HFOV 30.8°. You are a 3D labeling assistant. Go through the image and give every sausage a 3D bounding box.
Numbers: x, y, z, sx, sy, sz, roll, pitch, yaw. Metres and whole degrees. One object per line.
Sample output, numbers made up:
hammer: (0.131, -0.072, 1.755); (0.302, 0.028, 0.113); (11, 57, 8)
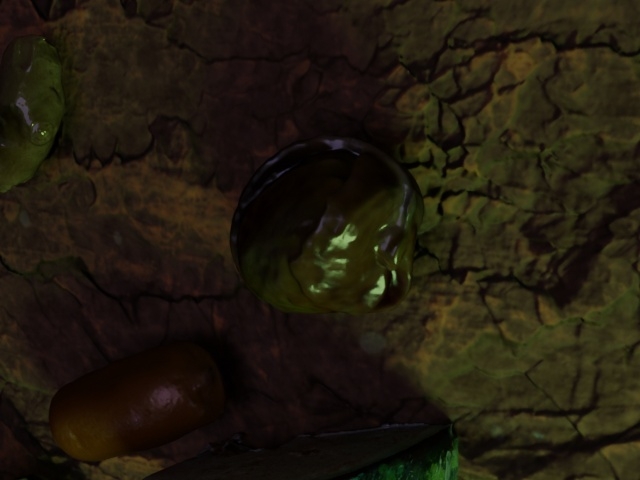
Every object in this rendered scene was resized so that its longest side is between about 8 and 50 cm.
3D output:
sausage: (-0.188, 0.167, 1.179); (0.238, 0.098, 0.098); (-22, 93, 36)

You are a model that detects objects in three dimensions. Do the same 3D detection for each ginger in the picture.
ginger: (-0.305, -0.123, 1.172); (0.095, 0.069, 0.190); (41, 121, 9)

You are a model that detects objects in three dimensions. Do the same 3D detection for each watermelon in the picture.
watermelon: (-0.016, 0.253, 1.077); (0.305, 0.180, 0.224); (-13, 142, 30)

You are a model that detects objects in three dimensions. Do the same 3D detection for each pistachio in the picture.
pistachio: (0.000, 0.000, 0.987); (0.210, 0.130, 0.165); (-35, 88, 43)

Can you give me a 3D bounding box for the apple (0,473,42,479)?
apple: (-0.371, 0.351, 1.295); (0.188, 0.207, 0.174); (-39, 44, 41)
